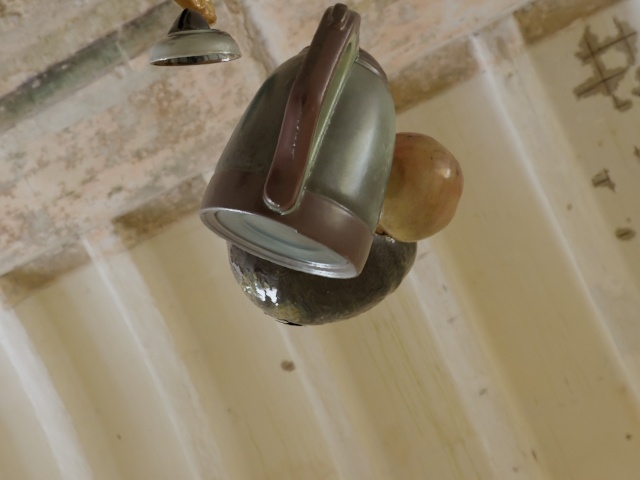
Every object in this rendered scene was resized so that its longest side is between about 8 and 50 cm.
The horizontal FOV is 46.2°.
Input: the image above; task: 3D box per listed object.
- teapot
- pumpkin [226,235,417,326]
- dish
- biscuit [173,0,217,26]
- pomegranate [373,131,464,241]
[{"bbox_3d":[-0.009,-0.142,0.998,0.315,0.233,0.312,90,18,-75],"label":"teapot"},{"bbox_3d":[0.000,0.000,1.757,0.454,0.344,0.454,-4,-148,3],"label":"pumpkin"},{"bbox_3d":[-0.192,-0.310,1.134,0.141,0.078,0.141,-5,-172,1],"label":"dish"},{"bbox_3d":[-0.283,-0.475,1.175,0.040,0.309,0.204,-40,169,13],"label":"biscuit"},{"bbox_3d":[0.148,-0.086,1.254,0.191,0.191,0.191,-26,-172,4],"label":"pomegranate"}]
